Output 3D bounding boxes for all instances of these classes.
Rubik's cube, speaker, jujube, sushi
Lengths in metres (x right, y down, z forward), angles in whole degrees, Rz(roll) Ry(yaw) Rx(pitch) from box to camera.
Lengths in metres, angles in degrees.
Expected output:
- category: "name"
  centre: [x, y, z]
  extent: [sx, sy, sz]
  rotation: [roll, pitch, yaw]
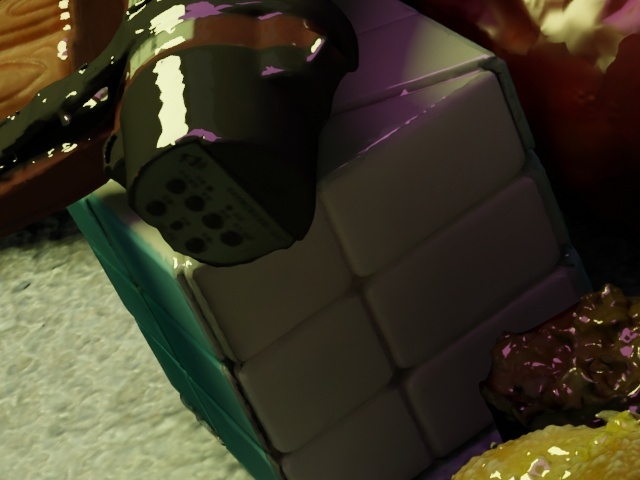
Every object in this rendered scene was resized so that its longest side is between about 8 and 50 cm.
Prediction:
- category: "Rubik's cube"
  centre: [0.000, 0.000, 1.192]
  extent: [0.221, 0.225, 0.231]
  rotation: [-35, 35, -12]
- category: "speaker"
  centre: [-0.100, -0.130, 1.079]
  extent: [0.259, 0.198, 0.329]
  rotation: [-3, 47, 11]
- category: "jujube"
  centre: [0.181, -0.149, 1.266]
  extent: [0.276, 0.276, 0.377]
  rotation: [-33, 41, -12]
- category: "sushi"
  centre: [0.196, 0.080, 1.050]
  extent: [0.212, 0.115, 0.147]
  rotation: [-20, 32, 7]

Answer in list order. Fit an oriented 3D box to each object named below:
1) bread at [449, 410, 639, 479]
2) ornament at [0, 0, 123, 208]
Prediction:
- category: "bread"
  centre: [0.125, 0.180, 0.896]
  extent: [0.195, 0.176, 0.246]
  rotation: [-4, 37, 25]
- category: "ornament"
  centre: [-0.224, -0.112, 1.523]
  extent: [0.217, 0.221, 0.235]
  rotation: [-13, 26, 26]
